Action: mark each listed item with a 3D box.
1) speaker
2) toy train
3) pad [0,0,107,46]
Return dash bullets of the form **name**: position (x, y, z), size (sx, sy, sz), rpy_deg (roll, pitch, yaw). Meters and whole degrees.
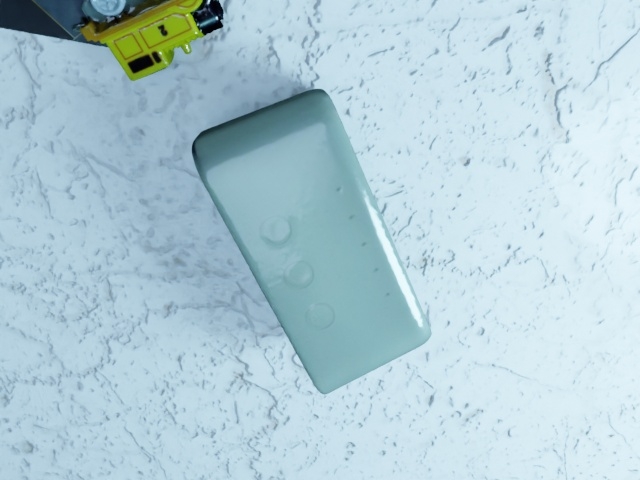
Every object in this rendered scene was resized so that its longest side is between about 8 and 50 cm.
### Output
- **speaker**: position (0.000, 0.000, 0.761), size (0.184, 0.183, 0.406), rpy_deg (-24, 110, 6)
- **toy train**: position (-0.209, -0.293, 0.690), size (0.220, 0.089, 0.127), rpy_deg (-21, 124, 8)
- **pad**: position (-0.349, -0.389, 0.695), size (0.164, 0.004, 0.242), rpy_deg (9, 113, -2)
